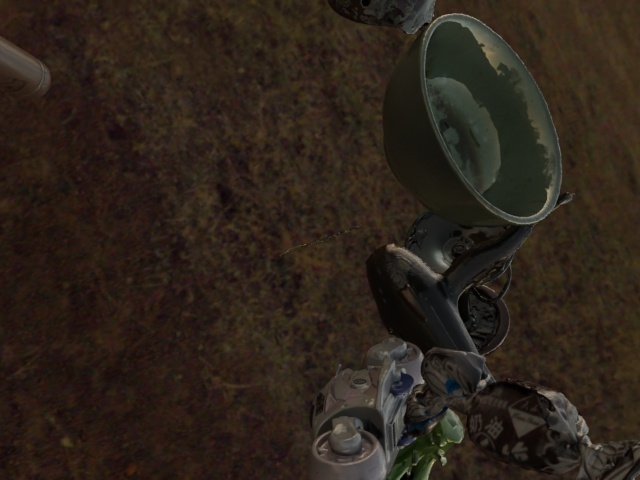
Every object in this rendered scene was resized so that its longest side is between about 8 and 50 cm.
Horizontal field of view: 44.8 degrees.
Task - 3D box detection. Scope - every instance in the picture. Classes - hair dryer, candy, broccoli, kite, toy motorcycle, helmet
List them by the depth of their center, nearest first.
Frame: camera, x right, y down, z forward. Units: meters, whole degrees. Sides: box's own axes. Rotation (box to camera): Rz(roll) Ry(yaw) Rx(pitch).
[{"bbox_3d":[0.134,0.134,0.546,0.051,0.226,0.093,25,81,-28],"label":"candy"},{"bbox_3d":[0.040,0.175,0.787,0.112,0.112,0.254,61,27,-8],"label":"toy motorcycle"},{"bbox_3d":[0.102,-0.382,1.160,0.153,0.107,0.177,36,31,24],"label":"helmet"},{"bbox_3d":[0.267,0.061,1.189,0.303,0.359,0.120,53,6,24],"label":"hair dryer"},{"bbox_3d":[0.133,0.390,1.372,0.269,0.269,0.254,58,24,-12],"label":"broccoli"},{"bbox_3d":[0.000,0.000,1.923,0.244,0.198,0.006,-21,95,-28],"label":"kite"}]

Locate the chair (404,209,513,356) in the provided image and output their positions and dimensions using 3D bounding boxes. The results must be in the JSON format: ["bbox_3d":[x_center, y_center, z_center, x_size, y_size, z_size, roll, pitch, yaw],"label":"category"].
[{"bbox_3d":[0.314,0.119,1.742,0.401,0.227,0.226,76,15,-53],"label":"chair"}]

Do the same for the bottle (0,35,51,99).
[{"bbox_3d":[-0.370,-0.206,0.904,0.140,0.053,0.053,27,44,-79],"label":"bottle"}]

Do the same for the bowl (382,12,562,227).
[{"bbox_3d":[0.177,-0.136,1.026,0.289,0.146,0.289,19,60,-37],"label":"bowl"}]
